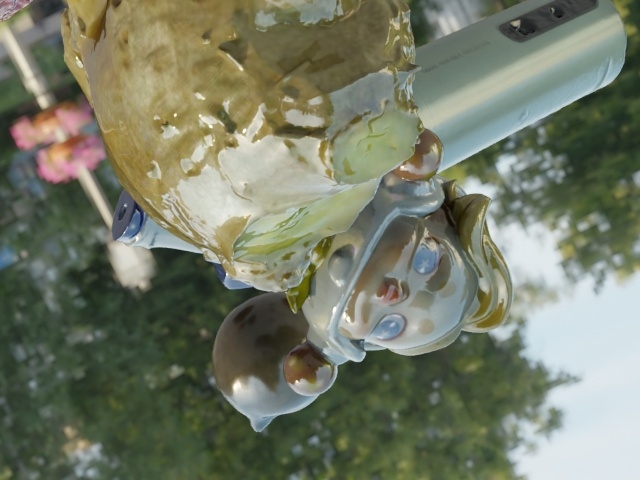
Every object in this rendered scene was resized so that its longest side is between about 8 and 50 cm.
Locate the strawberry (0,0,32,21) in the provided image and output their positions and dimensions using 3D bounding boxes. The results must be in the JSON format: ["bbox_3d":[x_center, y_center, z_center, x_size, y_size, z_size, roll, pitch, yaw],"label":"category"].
[{"bbox_3d":[-0.389,-0.289,1.418,0.257,0.257,0.277,-21,-159,34],"label":"strawberry"}]

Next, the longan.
[{"bbox_3d":[-0.039,0.095,1.194,0.092,0.113,0.113,16,-162,9],"label":"longan"}]

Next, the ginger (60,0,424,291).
[{"bbox_3d":[-0.029,-0.066,0.554,0.102,0.157,0.216,-22,170,-26],"label":"ginger"}]

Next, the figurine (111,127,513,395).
[{"bbox_3d":[-0.007,0.008,1.048,0.274,0.194,0.133,-2,-158,-14],"label":"figurine"}]

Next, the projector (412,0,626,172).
[{"bbox_3d":[0.140,-0.136,1.346,0.337,0.108,0.108,-28,-173,-42],"label":"projector"}]
